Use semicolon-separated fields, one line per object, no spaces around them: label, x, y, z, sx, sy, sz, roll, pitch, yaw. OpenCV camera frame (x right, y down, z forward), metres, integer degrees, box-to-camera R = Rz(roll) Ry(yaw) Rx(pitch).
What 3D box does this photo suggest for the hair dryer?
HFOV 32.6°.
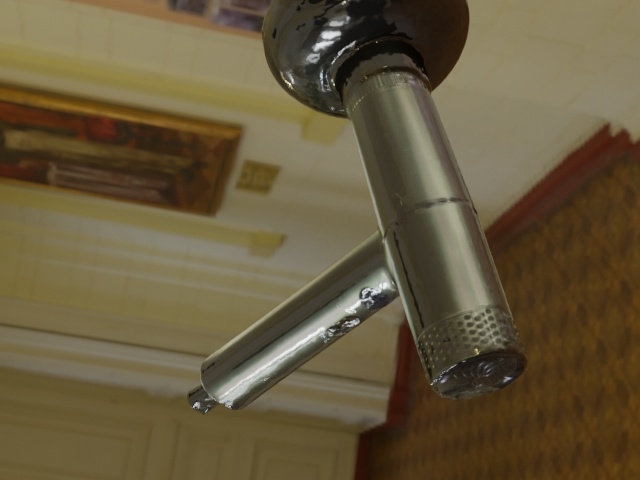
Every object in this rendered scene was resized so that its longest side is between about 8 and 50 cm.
hair dryer;-0.012;-0.019;0.777;0.155;0.284;0.320;40;-142;-50
